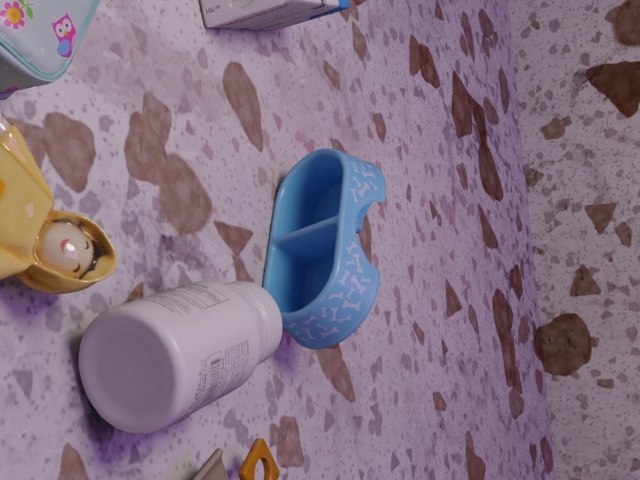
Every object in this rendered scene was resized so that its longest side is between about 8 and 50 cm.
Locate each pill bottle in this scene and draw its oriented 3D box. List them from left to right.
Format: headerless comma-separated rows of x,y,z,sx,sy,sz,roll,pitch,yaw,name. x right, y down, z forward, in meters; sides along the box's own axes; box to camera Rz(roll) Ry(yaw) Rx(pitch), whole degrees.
-0.139,0.113,1.005,0.229,0.131,0.131,-17,96,-63,pill bottle

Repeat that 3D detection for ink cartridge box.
-0.064,-0.349,1.306,0.190,0.139,0.082,-18,98,-62,ink cartridge box

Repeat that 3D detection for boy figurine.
-0.294,-0.033,0.812,0.285,0.092,0.177,51,36,-37,boy figurine

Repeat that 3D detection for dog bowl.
0.000,0.000,1.290,0.074,0.165,0.297,34,50,-38,dog bowl

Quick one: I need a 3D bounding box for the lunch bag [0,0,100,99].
-0.324,-0.273,0.820,0.279,0.107,0.224,47,46,-44,lunch bag

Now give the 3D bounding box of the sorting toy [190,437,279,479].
-0.136,0.355,1.019,0.347,0.047,0.196,-44,124,-58,sorting toy
